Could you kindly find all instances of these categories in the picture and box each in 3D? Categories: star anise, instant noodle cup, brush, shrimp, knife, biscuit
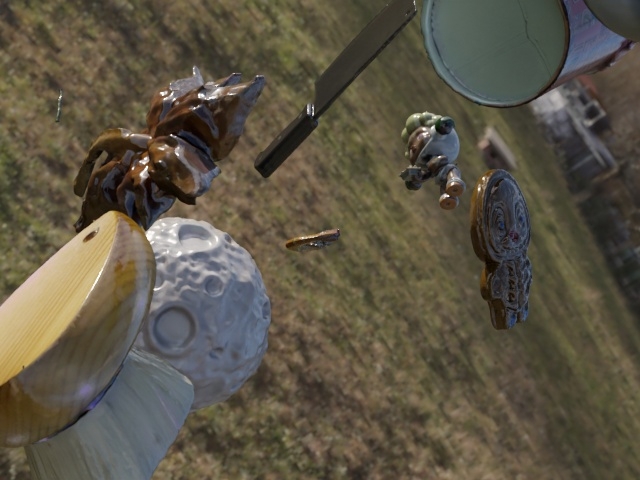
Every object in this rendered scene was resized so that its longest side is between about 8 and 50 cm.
[{"bbox_3d":[-0.212,-0.116,1.265,0.109,0.292,0.349,52,-12,-27],"label":"star anise"},{"bbox_3d":[0.262,-0.287,1.215,0.243,0.243,0.231,54,45,-1],"label":"instant noodle cup"},{"bbox_3d":[-0.209,0.107,0.922,0.166,0.174,0.267,52,46,-28],"label":"brush"},{"bbox_3d":[0.000,0.000,1.573,0.127,0.091,0.025,-2,78,-63],"label":"shrimp"},{"bbox_3d":[0.012,-0.158,0.984,0.019,0.245,0.072,32,31,-24],"label":"knife"},{"bbox_3d":[0.204,0.008,1.070,0.124,0.026,0.175,-16,99,-54],"label":"biscuit"}]

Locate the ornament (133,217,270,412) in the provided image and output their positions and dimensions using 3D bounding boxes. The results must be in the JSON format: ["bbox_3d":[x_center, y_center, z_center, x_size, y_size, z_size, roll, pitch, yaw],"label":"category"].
[{"bbox_3d":[-0.242,0.137,1.667,0.337,0.337,0.337,44,24,-25],"label":"ornament"}]

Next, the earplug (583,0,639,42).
[{"bbox_3d":[0.379,-0.260,0.964,0.326,0.214,0.175,62,-18,14],"label":"earplug"}]

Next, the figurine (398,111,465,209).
[{"bbox_3d":[0.182,-0.133,1.583,0.093,0.147,0.197,18,35,-14],"label":"figurine"}]

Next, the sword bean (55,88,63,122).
[{"bbox_3d":[-0.518,-0.267,1.933,0.012,0.012,0.083,33,42,-42],"label":"sword bean"}]
